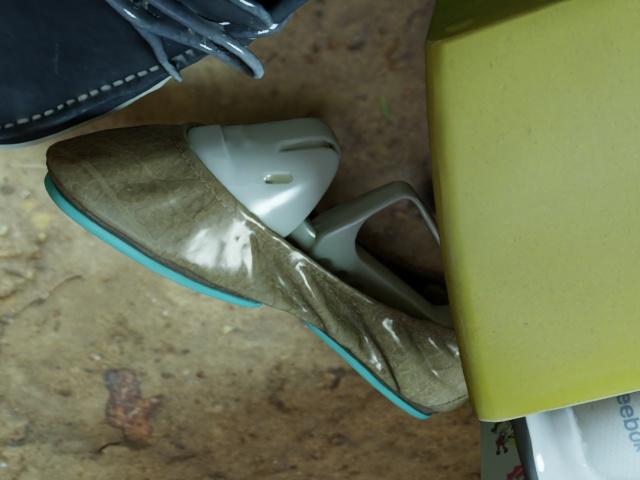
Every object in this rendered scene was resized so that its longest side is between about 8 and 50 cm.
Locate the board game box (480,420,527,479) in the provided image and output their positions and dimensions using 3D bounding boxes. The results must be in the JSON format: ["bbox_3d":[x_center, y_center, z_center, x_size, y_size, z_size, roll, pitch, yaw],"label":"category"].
[{"bbox_3d":[0.199,0.248,0.719,0.098,0.303,0.224,-23,124,23],"label":"board game box"}]

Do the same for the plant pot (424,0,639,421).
[{"bbox_3d":[0.157,-0.061,0.552,0.212,0.212,0.187,-16,112,18],"label":"plant pot"}]

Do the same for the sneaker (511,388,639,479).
[{"bbox_3d":[0.231,0.093,0.627,0.129,0.297,0.111,-18,83,37],"label":"sneaker"}]

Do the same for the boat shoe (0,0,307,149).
[{"bbox_3d":[-0.073,-0.169,0.484,0.500,0.156,0.187,-26,120,36],"label":"boat shoe"}]

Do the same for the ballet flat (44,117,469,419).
[{"bbox_3d":[0.000,0.000,0.663,0.342,0.116,0.124,34,111,-27],"label":"ballet flat"}]
